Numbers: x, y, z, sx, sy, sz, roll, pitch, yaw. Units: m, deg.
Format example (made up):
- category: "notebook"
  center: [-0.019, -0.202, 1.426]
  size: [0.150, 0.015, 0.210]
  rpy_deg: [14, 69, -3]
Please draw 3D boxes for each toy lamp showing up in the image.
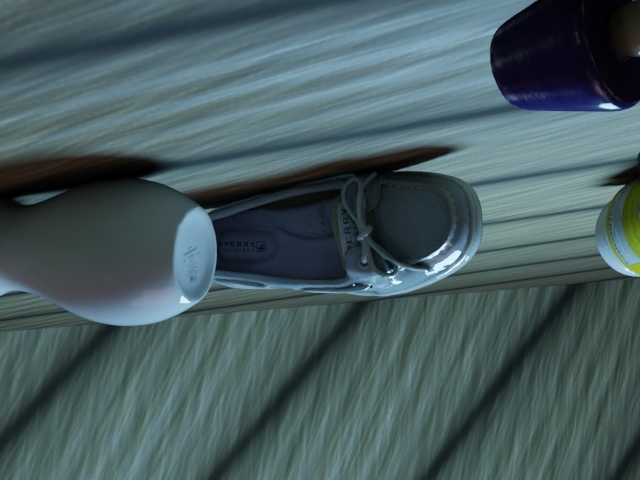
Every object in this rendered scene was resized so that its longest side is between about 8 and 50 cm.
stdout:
- category: "toy lamp"
  center: [0.209, -0.118, 0.672]
  size: [0.275, 0.080, 0.080]
  rpy_deg: [-12, 171, 40]

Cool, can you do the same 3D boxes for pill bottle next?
- category: "pill bottle"
  center: [0.383, -0.020, 1.496]
  size: [0.119, 0.119, 0.208]
  rpy_deg: [-6, 174, -9]

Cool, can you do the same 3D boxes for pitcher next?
- category: "pitcher"
  center: [-0.190, 0.001, 1.198]
  size: [0.207, 0.125, 0.178]
  rpy_deg: [2, -162, 22]

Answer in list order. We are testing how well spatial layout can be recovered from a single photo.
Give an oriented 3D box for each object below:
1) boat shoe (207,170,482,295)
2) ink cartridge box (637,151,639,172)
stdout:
- category: "boat shoe"
  center: [-0.001, -0.002, 1.300]
  size: [0.320, 0.118, 0.103]
  rpy_deg: [-3, -179, 32]
- category: "ink cartridge box"
  center: [0.392, -0.085, 0.914]
  size: [0.307, 0.072, 0.303]
  rpy_deg: [-13, -175, 24]
